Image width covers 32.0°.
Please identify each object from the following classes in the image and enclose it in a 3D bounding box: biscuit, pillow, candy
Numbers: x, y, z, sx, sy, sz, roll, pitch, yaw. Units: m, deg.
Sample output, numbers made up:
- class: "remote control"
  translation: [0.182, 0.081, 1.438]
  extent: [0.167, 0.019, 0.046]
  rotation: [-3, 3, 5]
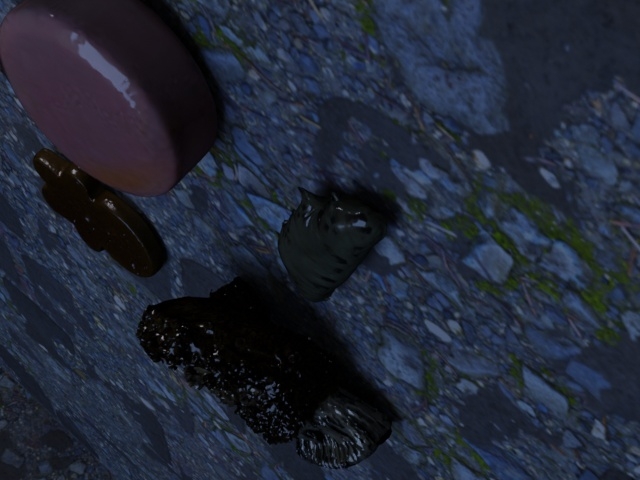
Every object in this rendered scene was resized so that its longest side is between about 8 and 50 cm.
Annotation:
- class: "biscuit"
  translation: [-0.306, -0.035, 1.551]
  extent: [0.236, 0.039, 0.180]
  rotation: [38, 151, 20]
- class: "pillow"
  translation: [-0.001, 0.000, 1.101]
  extent: [0.093, 0.051, 0.241]
  rotation: [46, 157, 5]
- class: "candy"
  translation: [-0.226, -0.160, 1.152]
  extent: [0.255, 0.094, 0.255]
  rotation: [30, 150, 20]

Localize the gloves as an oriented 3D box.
- class: "gloves"
  translation: [-0.071, 0.151, 1.322]
  extent: [0.312, 0.135, 0.210]
  rotation: [36, -178, -25]
